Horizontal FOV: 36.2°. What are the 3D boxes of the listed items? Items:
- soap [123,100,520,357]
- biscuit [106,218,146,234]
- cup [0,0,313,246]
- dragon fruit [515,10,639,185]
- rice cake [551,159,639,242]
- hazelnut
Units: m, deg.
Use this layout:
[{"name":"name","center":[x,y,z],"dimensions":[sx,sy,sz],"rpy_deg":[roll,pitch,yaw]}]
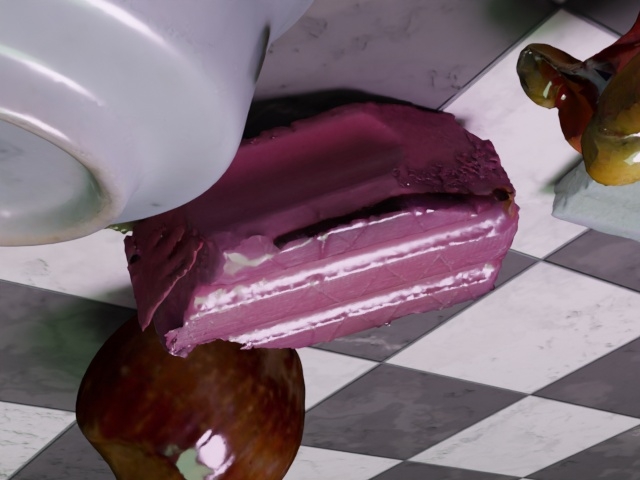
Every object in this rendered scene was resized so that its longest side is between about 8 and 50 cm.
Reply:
[{"name":"soap","center":[0.000,0.000,0.730],"dimensions":[0.289,0.112,0.182],"rpy_deg":[-17,147,-11]},{"name":"biscuit","center":[-0.282,-0.066,0.667],"dimensions":[0.378,0.054,0.094],"rpy_deg":[7,145,-22]},{"name":"cup","center":[-0.167,-0.101,0.465],"dimensions":[0.347,0.163,0.347],"rpy_deg":[3,159,1]},{"name":"dragon fruit","center":[0.279,-0.125,0.538],"dimensions":[0.243,0.227,0.307],"rpy_deg":[8,148,-16]},{"name":"rice cake","center":[0.321,-0.040,0.853],"dimensions":[0.237,0.043,0.127],"rpy_deg":[9,146,-23]},{"name":"hazelnut","center":[-0.106,0.162,0.932],"dimensions":[0.218,0.218,0.234],"rpy_deg":[-12,148,7]}]
